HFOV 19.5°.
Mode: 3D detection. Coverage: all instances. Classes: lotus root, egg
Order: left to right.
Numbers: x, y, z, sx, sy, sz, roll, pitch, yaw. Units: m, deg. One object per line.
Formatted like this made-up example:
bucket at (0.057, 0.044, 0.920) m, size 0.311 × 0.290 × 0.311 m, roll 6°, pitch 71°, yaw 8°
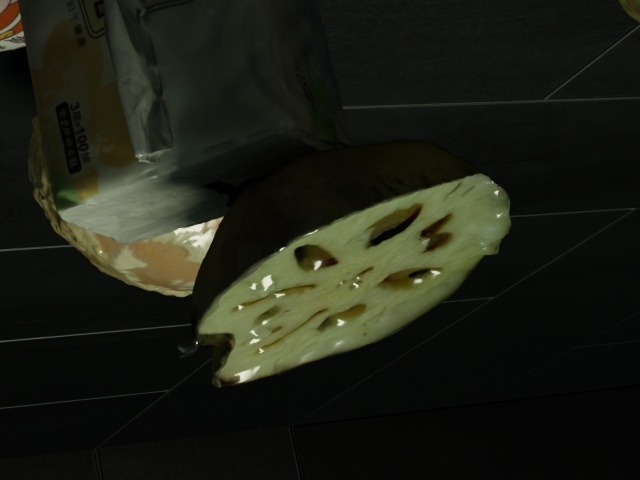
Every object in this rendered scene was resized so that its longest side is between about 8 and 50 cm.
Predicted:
egg at (-0.093, -0.060, 1.357) m, size 0.245 × 0.203 × 0.203 m, roll 2°, pitch 159°, yaw -39°
lotus root at (0.004, -0.001, 1.025) m, size 0.204 × 0.078 × 0.183 m, roll -14°, pitch 153°, yaw -35°

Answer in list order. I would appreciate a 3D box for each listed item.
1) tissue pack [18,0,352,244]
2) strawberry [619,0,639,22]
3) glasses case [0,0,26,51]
tissue pack at (-0.097, -0.135, 1.035) m, size 0.159 × 0.229 × 0.145 m, roll -18°, pitch 163°, yaw 22°
strawberry at (0.228, -0.261, 0.882) m, size 0.343 × 0.292 × 0.292 m, roll -36°, pitch 165°, yaw -5°
glasses case at (-0.240, -0.168, 1.113) m, size 0.103 × 0.067 × 0.267 m, roll -19°, pitch 163°, yaw 27°
